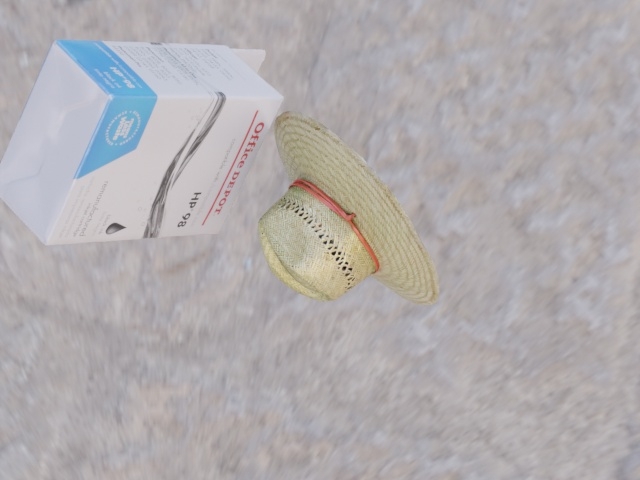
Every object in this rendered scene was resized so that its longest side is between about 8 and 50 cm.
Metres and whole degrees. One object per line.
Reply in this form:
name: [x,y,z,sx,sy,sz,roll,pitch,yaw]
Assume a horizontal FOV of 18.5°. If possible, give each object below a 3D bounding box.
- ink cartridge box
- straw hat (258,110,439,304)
ink cartridge box: [-0.093,-0.059,1.161,0.060,0.180,0.104,42,119,30]
straw hat: [0.000,0.000,1.143,0.061,0.144,0.144,-40,84,-16]
